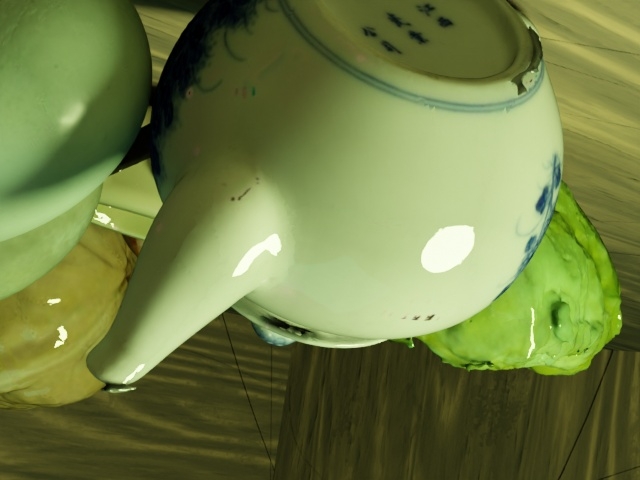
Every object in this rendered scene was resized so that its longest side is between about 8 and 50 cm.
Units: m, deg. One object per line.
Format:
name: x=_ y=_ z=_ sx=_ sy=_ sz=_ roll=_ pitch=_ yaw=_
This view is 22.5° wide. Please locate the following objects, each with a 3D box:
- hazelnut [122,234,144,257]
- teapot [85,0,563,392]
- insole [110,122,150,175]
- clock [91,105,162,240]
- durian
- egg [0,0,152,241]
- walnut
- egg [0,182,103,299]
hazelnut: x=-0.165 y=-0.030 z=1.825 sx=0.150 sy=0.150 sz=0.150 roll=8 pitch=173 yaw=1
teapot: x=0.013 y=-0.036 z=1.004 sx=0.252 sy=0.280 sz=0.424 roll=38 pitch=-139 yaw=18
insole: x=-0.104 y=-0.080 z=1.137 sx=0.327 sy=0.007 sz=0.111 roll=-27 pitch=-163 yaw=-5
clock: x=-0.148 y=-0.059 z=1.578 sx=0.309 sy=0.114 sz=0.284 roll=18 pitch=170 yaw=-7
durian: x=0.145 y=0.017 z=1.493 sx=0.204 sy=0.256 sz=0.339 roll=-39 pitch=156 yaw=23
egg: x=-0.255 y=-0.102 z=1.025 sx=0.371 sy=0.230 sz=0.230 roll=1 pitch=170 yaw=45
walnut: x=-0.395 y=0.051 z=2.014 sx=0.381 sy=0.381 sz=0.381 roll=8 pitch=173 yaw=1
egg: x=-0.351 y=-0.065 z=1.320 sx=0.352 sy=0.259 sz=0.258 roll=11 pitch=173 yaw=12
